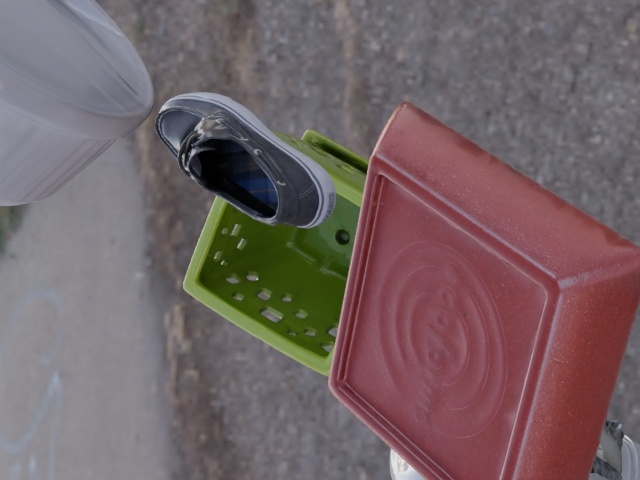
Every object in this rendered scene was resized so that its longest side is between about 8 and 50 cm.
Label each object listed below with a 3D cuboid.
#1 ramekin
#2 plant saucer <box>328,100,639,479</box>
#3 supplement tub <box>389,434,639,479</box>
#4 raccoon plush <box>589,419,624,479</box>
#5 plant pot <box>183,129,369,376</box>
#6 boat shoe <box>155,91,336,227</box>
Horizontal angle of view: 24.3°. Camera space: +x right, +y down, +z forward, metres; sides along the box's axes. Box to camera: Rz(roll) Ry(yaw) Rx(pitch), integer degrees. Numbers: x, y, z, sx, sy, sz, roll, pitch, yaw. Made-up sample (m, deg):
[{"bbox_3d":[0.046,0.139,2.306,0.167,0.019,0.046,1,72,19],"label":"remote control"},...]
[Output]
[{"bbox_3d":[-0.276,-0.145,1.189,0.127,0.273,0.273,-48,41,20],"label":"ramekin"},{"bbox_3d":[0.095,0.068,1.045,0.259,0.047,0.258,38,128,43],"label":"plant saucer"},{"bbox_3d":[0.239,0.267,1.800,0.191,0.272,0.191,-57,15,25],"label":"supplement tub"},{"bbox_3d":[0.238,0.368,1.407,0.446,0.216,0.299,87,167,-59],"label":"raccoon plush"},{"bbox_3d":[0.000,0.000,1.828,0.227,0.207,0.228,30,110,14],"label":"plant pot"},{"bbox_3d":[-0.087,-0.072,1.354,0.228,0.076,0.080,36,120,35],"label":"boat shoe"}]
